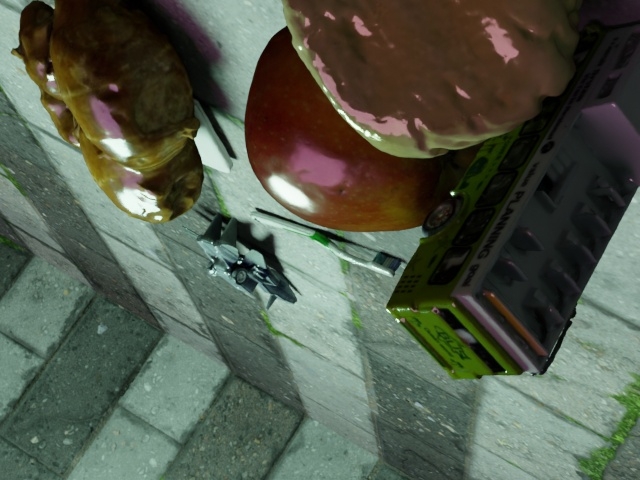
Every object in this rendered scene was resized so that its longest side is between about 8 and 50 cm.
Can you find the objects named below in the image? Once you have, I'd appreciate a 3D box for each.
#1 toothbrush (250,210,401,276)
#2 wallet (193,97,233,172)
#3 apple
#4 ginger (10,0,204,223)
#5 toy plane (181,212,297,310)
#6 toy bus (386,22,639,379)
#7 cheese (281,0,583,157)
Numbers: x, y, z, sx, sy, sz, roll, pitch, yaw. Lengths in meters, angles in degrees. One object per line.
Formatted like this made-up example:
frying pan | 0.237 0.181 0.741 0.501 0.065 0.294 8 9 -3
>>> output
toothbrush | -0.001 0.001 1.723 0.304 0.030 0.030 20 158 38
wallet | -0.198 -0.169 1.615 0.124 0.032 0.183 25 159 27
apple | 0.049 -0.112 1.032 0.230 0.230 0.230 30 162 11
ginger | -0.272 -0.193 1.454 0.274 0.152 0.357 44 157 26
toy plane | -0.127 0.062 2.006 0.212 0.088 0.267 17 156 43
toy bus | 0.181 -0.035 0.866 0.113 0.302 0.139 45 153 -23
cheese | 0.085 -0.181 0.837 0.214 0.117 0.226 -22 109 24
